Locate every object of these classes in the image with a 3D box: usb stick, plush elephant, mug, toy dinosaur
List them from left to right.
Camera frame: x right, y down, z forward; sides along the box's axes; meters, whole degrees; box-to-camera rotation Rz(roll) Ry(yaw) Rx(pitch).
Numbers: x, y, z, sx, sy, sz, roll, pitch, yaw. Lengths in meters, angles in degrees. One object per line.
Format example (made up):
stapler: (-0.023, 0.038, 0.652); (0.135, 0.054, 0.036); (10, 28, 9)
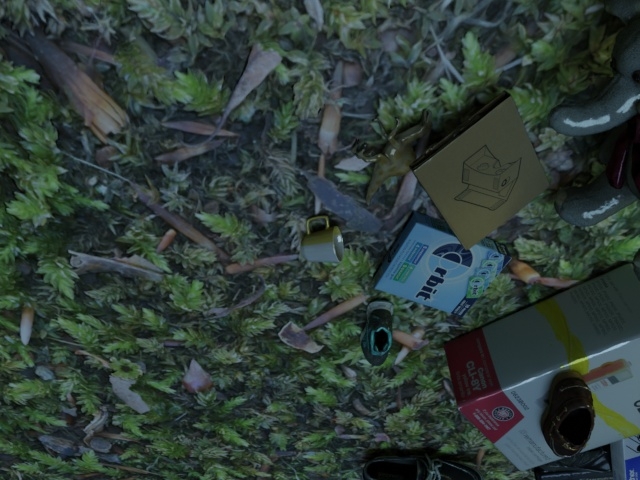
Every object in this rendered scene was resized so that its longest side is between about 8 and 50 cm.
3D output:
mug: (0.001, 0.003, 0.827); (0.064, 0.078, 0.062); (-8, 159, 18)
toy dinosaur: (0.095, -0.121, 0.727); (0.092, 0.053, 0.183); (25, 123, -17)
usb stick: (0.688, 0.586, 1.230); (0.278, 0.045, 0.077); (-10, 125, 8)
plush elephant: (0.407, -0.147, 0.575); (0.255, 0.272, 0.330); (39, 116, -17)

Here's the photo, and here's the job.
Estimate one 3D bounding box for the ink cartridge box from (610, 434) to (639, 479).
ink cartridge box: (0.701, 0.452, 1.073); (0.097, 0.046, 0.207); (-13, 103, -6)

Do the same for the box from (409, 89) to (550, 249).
box: (0.242, -0.094, 0.714); (0.164, 0.021, 0.201); (-38, 129, 8)

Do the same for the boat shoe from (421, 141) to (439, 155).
boat shoe: (0.218, -0.138, 0.714); (0.137, 0.043, 0.049); (-21, 125, -5)

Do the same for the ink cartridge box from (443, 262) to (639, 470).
ink cartridge box: (0.481, 0.255, 0.922); (0.384, 0.160, 0.279); (-32, 118, 23)

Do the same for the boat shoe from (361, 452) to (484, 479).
boat shoe: (0.257, 0.585, 1.203); (0.306, 0.113, 0.105); (6, 141, 9)

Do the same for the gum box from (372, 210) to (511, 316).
gum box: (0.210, 0.047, 0.853); (0.184, 0.041, 0.157); (19, 124, -13)

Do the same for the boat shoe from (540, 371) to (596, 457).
boat shoe: (0.425, 0.318, 0.828); (0.073, 0.073, 0.207); (-11, 125, 10)

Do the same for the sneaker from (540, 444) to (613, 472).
sneaker: (0.619, 0.477, 1.126); (0.227, 0.087, 0.130); (-6, 132, 13)

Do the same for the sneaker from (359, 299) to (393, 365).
sneaker: (0.110, 0.198, 0.945); (0.065, 0.076, 0.166); (0, 126, 3)
